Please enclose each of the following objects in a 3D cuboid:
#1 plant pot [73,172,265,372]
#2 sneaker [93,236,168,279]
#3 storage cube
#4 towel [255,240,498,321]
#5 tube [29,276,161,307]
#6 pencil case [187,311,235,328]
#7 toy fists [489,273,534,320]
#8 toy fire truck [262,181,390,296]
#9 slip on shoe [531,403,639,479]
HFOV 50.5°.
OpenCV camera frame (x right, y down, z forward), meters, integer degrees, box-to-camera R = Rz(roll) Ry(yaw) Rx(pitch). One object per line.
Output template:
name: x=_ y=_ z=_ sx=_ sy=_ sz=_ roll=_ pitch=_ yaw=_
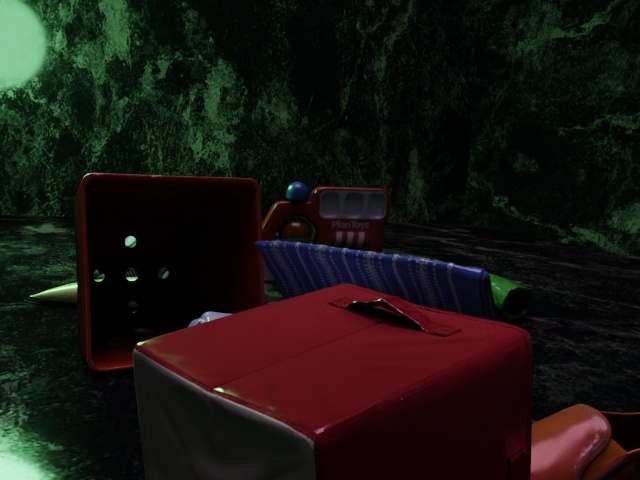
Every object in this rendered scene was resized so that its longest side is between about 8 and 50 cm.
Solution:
plant pot: x=-0.261 y=0.047 z=1.061 sx=0.267 sy=0.267 sz=0.236 roll=-1 pitch=-3 yaw=-33
sneaker: x=-0.391 y=-0.009 z=1.559 sx=0.366 sy=0.210 sz=0.137 roll=6 pitch=7 yaw=22
storage cube: x=0.010 y=0.154 z=0.455 sx=0.193 sy=0.214 sz=0.184 roll=-12 pitch=16 yaw=-42
towel: x=0.086 y=0.105 z=0.937 sx=0.336 sy=0.243 sz=0.040 roll=7 pitch=48 yaw=30
tube: x=-0.425 y=0.101 z=1.311 sx=0.240 sy=0.062 sz=0.070 roll=-1 pitch=-37 yaw=8
pencil case: x=-0.028 y=0.145 z=0.835 sx=0.273 sy=0.124 sz=0.113 roll=-1 pitch=8 yaw=-26
toy fists: x=0.299 y=0.115 z=1.377 sx=0.279 sy=0.096 sz=0.142 roll=0 pitch=18 yaw=-39
toy fire truck: x=0.000 y=0.000 z=1.499 sx=0.302 sy=0.253 sz=0.169 roll=2 pitch=7 yaw=-14
slip on shoe: x=0.222 y=0.198 z=0.615 sx=0.332 sy=0.101 sz=0.123 roll=1 pitch=9 yaw=-12
